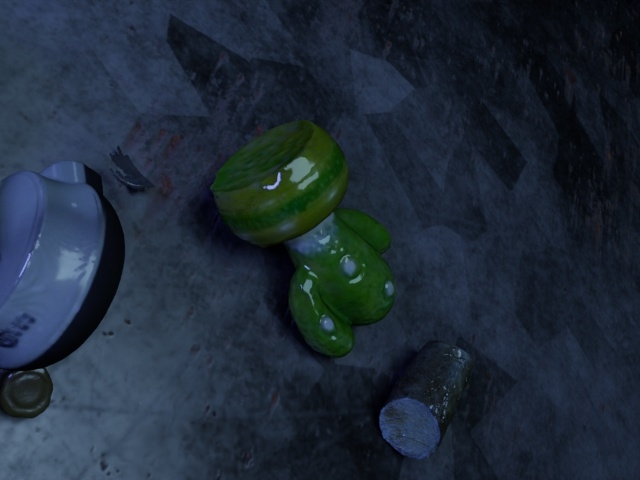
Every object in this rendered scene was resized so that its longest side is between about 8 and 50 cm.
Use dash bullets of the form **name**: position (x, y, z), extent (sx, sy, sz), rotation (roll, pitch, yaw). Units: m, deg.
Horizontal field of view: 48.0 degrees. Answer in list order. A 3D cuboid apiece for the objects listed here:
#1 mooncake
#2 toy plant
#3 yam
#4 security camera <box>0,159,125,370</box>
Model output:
- **mooncake**: position (-0.273, 0.031, 0.827), extent (0.150, 0.057, 0.347), rotation (56, 43, -24)
- **toy plant**: position (0.000, 0.000, 1.020), extent (0.224, 0.184, 0.316), rotation (-52, 123, -35)
- **yam**: position (0.166, 0.227, 1.088), extent (0.107, 0.107, 0.183), rotation (51, 46, -11)
- **security camera**: position (-0.336, -0.007, 0.639), extent (0.277, 0.197, 0.191), rotation (34, 26, -44)
